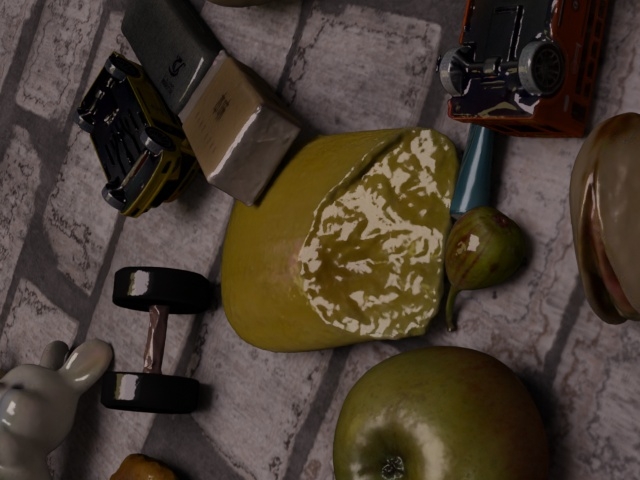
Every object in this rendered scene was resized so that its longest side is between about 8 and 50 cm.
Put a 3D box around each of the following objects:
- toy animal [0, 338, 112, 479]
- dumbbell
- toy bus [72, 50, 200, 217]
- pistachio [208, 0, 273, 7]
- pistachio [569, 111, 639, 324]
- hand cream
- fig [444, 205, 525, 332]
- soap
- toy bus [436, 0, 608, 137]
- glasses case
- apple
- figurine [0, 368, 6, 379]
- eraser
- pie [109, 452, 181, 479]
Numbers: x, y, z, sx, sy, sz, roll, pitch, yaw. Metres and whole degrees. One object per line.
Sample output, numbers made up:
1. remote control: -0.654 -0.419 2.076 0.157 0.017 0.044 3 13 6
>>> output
1. toy animal: -0.500 0.336 1.916 0.196 0.241 0.368 -3 62 41
2. dumbbell: -0.257 0.157 1.712 0.152 0.152 0.218 -8 73 48
3. toy bus: -0.303 -0.175 1.871 0.145 0.151 0.331 -51 44 21
4. pistachio: -0.115 -0.471 1.716 0.226 0.208 0.332 -39 13 -25
5. pistachio: 0.318 -0.022 1.114 0.144 0.144 0.215 -7 81 48
6. hand cream: 0.197 -0.119 1.350 0.083 0.048 0.224 136 144 -81
7. fig: 0.177 0.042 1.296 0.093 0.093 0.166 40 108 47
8. soap: -0.002 -0.001 1.495 0.427 0.115 0.306 -10 74 48
9. toy bus: 0.253 -0.288 1.260 0.143 0.153 0.329 6 85 49
10. glasses case: -0.259 -0.345 1.930 0.131 0.074 0.323 -57 43 22
11. apple: 0.130 0.237 1.209 0.261 0.194 0.261 -10 75 41
12. figurine: -0.736 0.335 2.222 0.204 0.185 0.332 52 144 7
13. eraser: -0.129 -0.179 1.646 0.144 0.078 0.343 -56 25 10
14. pie: -0.279 0.459 1.713 0.273 0.069 0.273 -13 73 49
